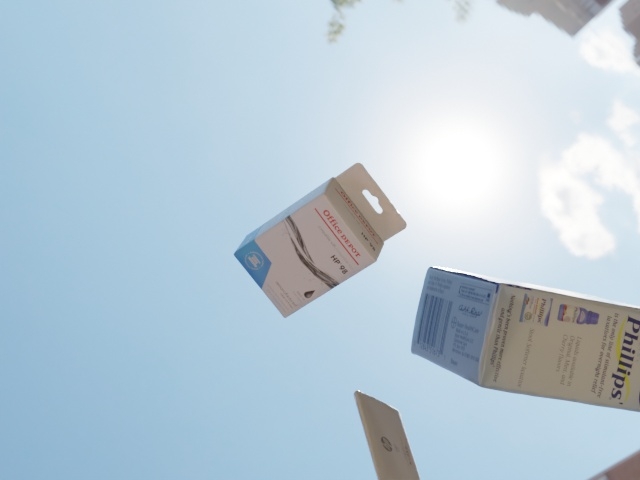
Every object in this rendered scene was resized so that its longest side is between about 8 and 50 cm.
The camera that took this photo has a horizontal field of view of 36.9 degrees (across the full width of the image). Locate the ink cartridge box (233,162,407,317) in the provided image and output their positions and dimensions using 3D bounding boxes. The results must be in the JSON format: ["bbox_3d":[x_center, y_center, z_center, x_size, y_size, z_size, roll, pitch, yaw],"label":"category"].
[{"bbox_3d":[0.000,0.000,1.137,0.104,0.180,0.060,52,-155,-10],"label":"ink cartridge box"}]

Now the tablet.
[{"bbox_3d":[0.050,0.147,0.674,0.054,0.006,0.083,32,-151,-39],"label":"tablet"}]

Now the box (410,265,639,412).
[{"bbox_3d":[0.154,0.068,0.686,0.137,0.072,0.126,11,-179,-16],"label":"box"}]
